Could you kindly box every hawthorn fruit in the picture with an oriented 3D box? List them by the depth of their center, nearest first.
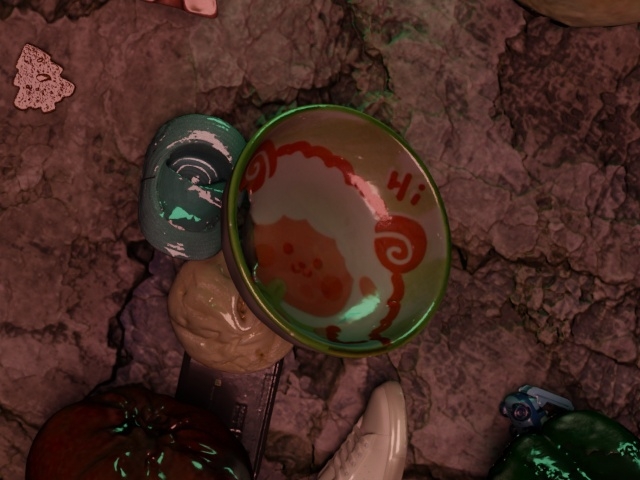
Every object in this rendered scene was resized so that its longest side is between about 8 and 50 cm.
[{"bbox_3d":[-0.228,0.349,1.823,0.308,0.308,0.325,7,94,-9],"label":"hawthorn fruit"}]

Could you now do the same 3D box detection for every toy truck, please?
[{"bbox_3d":[0.298,0.232,1.999,0.090,0.056,0.073,-27,99,-15],"label":"toy truck"}]

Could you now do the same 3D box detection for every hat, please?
[{"bbox_3d":[-0.166,-0.064,1.868,0.138,0.078,0.191,18,78,-13],"label":"hat"}]

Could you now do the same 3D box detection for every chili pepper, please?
[{"bbox_3d":[0.352,0.375,1.914,0.233,0.256,0.248,-26,127,-20],"label":"chili pepper"}]

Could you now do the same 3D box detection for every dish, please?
[{"bbox_3d":[0.000,0.000,1.847,0.324,0.124,0.324,10,71,-29],"label":"dish"}]

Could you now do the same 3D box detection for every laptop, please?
[{"bbox_3d":[-0.131,0.226,1.953,0.135,0.016,0.197,11,99,-9],"label":"laptop"}]

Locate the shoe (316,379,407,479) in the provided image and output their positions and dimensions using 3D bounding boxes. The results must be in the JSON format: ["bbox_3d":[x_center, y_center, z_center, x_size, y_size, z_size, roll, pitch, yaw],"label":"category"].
[{"bbox_3d":[0.048,0.314,1.956,0.110,0.095,0.265,4,102,-8],"label":"shoe"}]

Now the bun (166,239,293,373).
[{"bbox_3d":[-0.108,0.090,1.879,0.183,0.102,0.183,0,94,-6],"label":"bun"}]

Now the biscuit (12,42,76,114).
[{"bbox_3d":[-0.356,-0.204,1.842,0.082,0.016,0.092,-20,102,1],"label":"biscuit"}]

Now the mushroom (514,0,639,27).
[{"bbox_3d":[0.388,-0.390,1.856,0.344,0.130,0.247,-1,105,-8],"label":"mushroom"}]

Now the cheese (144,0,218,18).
[{"bbox_3d":[-0.204,-0.380,1.773,0.203,0.128,0.177,13,99,-9],"label":"cheese"}]
